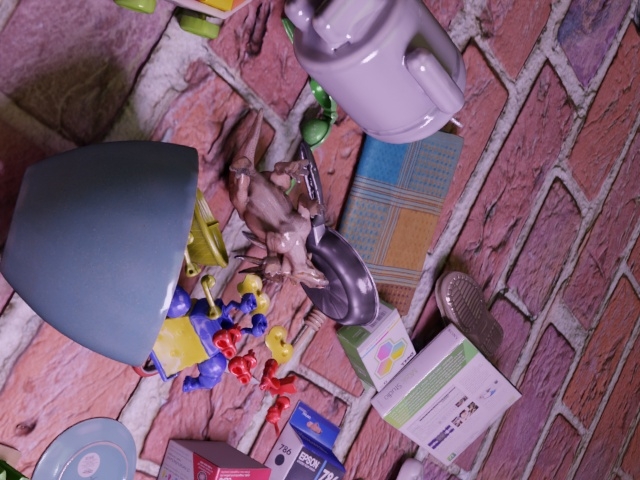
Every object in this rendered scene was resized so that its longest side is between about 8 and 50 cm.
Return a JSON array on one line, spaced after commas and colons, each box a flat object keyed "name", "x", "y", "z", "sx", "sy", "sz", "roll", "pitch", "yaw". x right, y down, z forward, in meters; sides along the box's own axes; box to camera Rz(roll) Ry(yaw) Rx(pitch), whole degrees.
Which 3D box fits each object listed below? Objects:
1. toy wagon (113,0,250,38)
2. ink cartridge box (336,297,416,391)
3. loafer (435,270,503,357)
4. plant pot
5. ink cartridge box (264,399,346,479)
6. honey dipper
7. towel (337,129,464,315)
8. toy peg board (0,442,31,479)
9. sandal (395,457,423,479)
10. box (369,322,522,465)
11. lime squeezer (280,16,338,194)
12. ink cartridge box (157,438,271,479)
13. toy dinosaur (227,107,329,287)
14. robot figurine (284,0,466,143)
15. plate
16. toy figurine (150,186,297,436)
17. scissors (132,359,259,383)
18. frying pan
[{"name": "toy wagon", "x": -0.198, "y": -0.430, "z": 1.306, "sx": 0.344, "sy": 0.068, "sz": 0.267, "roll": 10, "pitch": 96, "yaw": -49}, {"name": "ink cartridge box", "x": 0.114, "y": 0.212, "z": 1.867, "sx": 0.109, "sy": 0.062, "sz": 0.209, "roll": -43, "pitch": 138, "yaw": -17}, {"name": "loafer", "x": 0.293, "y": 0.153, "z": 2.047, "sx": 0.102, "sy": 0.092, "sz": 0.268, "roll": -54, "pitch": 135, "yaw": -20}, {"name": "plant pot", "x": -0.289, "y": -0.003, "z": 1.240, "sx": 0.196, "sy": 0.290, "sz": 0.290, "roll": 15, "pitch": 93, "yaw": -16}, {"name": "ink cartridge box", "x": -0.058, "y": 0.473, "z": 1.798, "sx": 0.165, "sy": 0.065, "sz": 0.332, "roll": 42, "pitch": 71, "yaw": -46}, {"name": "honey dipper", "x": -0.041, "y": 0.186, "z": 1.737, "sx": 0.160, "sy": 0.030, "sz": 0.030, "roll": -55, "pitch": 137, "yaw": -16}, {"name": "towel", "x": 0.133, "y": -0.047, "z": 1.841, "sx": 0.271, "sy": 0.040, "sz": 0.370, "roll": 14, "pitch": 95, "yaw": -48}, {"name": "toy peg board", "x": -0.471, "y": 0.337, "z": 1.274, "sx": 0.161, "sy": 0.079, "sz": 0.160, "roll": 37, "pitch": 75, "yaw": -47}, {"name": "sandal", "x": 0.104, "y": 0.635, "z": 2.019, "sx": 0.416, "sy": 0.102, "sz": 0.169, "roll": -61, "pitch": 155, "yaw": -32}, {"name": "box", "x": 0.268, "y": 0.328, "z": 2.054, "sx": 0.232, "sy": 0.058, "sz": 0.322, "roll": -44, "pitch": 138, "yaw": 2}, {"name": "lime squeezer", "x": -0.019, "y": -0.201, "z": 1.599, "sx": 0.110, "sy": 0.059, "sz": 0.310, "roll": -12, "pitch": 113, "yaw": -46}, {"name": "ink cartridge box", "x": -0.185, "y": 0.426, "z": 1.587, "sx": 0.127, "sy": 0.128, "sz": 0.176, "roll": 15, "pitch": 92, "yaw": -49}, {"name": "toy dinosaur", "x": -0.086, "y": -0.043, "z": 1.524, "sx": 0.127, "sy": 0.200, "sz": 0.295, "roll": -23, "pitch": 91, "yaw": -19}, {"name": "robot figurine", "x": 0.096, "y": -0.282, "z": 1.517, "sx": 0.199, "sy": 0.300, "sz": 0.353, "roll": -49, "pitch": 136, "yaw": 1}, {"name": "plate", "x": -0.345, "y": 0.356, "z": 1.465, "sx": 0.188, "sy": 0.024, "sz": 0.188, "roll": -20, "pitch": 118, "yaw": -42}, {"name": "toy figurine", "x": -0.201, "y": 0.124, "z": 1.395, "sx": 0.191, "sy": 0.217, "sz": 0.362, "roll": -79, "pitch": 149, "yaw": -58}, {"name": "scissors", "x": -0.183, "y": 0.175, "z": 1.579, "sx": 0.297, "sy": 0.021, "sz": 0.108, "roll": 16, "pitch": 90, "yaw": -48}, {"name": "frying pan", "x": 0.020, "y": 0.017, "z": 1.586, "sx": 0.053, "sy": 0.197, "sz": 0.326, "roll": -33, "pitch": 144, "yaw": -28}]
